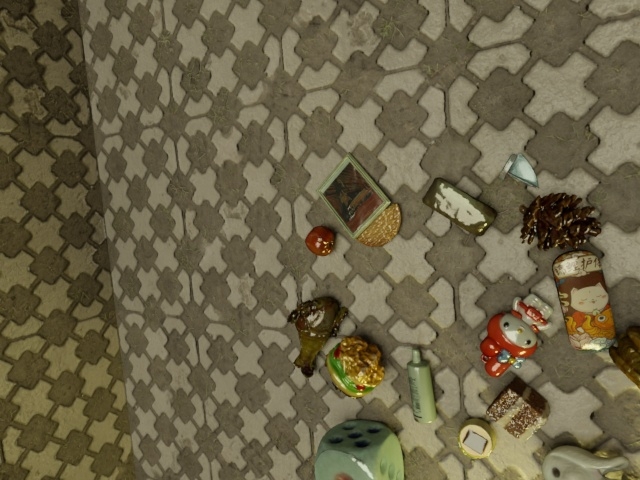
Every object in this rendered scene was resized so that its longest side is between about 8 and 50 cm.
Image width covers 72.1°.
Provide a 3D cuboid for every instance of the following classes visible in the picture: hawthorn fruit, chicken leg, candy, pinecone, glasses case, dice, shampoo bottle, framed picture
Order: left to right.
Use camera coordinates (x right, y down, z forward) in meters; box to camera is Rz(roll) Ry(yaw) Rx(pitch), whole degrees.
[{"bbox_3d":[-0.051,0.382,1.809,0.211,0.140,0.361,34,109,14],"label":"chicken leg"},{"bbox_3d":[0.000,0.000,1.743,0.127,0.128,0.128,5,99,31],"label":"hawthorn fruit"},{"bbox_3d":[0.116,-0.170,1.680,0.216,0.016,0.273,-48,65,25],"label":"framed picture"},{"bbox_3d":[0.153,0.868,1.683,0.264,0.262,0.269,-9,91,32],"label":"dice"},{"bbox_3d":[0.366,0.525,1.608,0.085,0.085,0.263,-7,93,32],"label":"shampoo bottle"},{"bbox_3d":[0.459,-0.113,1.452,0.234,0.102,0.104,38,114,23],"label":"candy"},{"bbox_3d":[0.692,-0.055,1.272,0.212,0.185,0.169,-2,95,20],"label":"pinecone"},{"bbox_3d":[0.762,0.179,1.273,0.122,0.082,0.321,-14,104,24],"label":"glasses case"}]

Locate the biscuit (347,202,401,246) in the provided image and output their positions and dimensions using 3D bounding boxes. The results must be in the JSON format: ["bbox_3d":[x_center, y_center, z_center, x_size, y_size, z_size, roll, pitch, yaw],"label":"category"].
[{"bbox_3d":[0.212,-0.051,1.649,0.224,0.033,0.145,-21,84,34],"label":"biscuit"}]

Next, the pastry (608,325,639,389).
[{"bbox_3d":[0.898,0.357,1.175,0.240,0.235,0.132,34,117,3],"label":"pastry"}]

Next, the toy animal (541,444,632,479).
[{"bbox_3d":[0.829,0.731,1.310,0.289,0.174,0.249,40,127,19],"label":"toy animal"}]

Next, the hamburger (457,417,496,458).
[{"bbox_3d":[0.542,0.692,1.528,0.126,0.081,0.141,7,88,28],"label":"hamburger"}]

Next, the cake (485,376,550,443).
[{"bbox_3d":[0.640,0.547,1.417,0.147,0.134,0.135,43,118,26],"label":"cake"}]

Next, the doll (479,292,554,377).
[{"bbox_3d":[0.610,0.303,1.401,0.161,0.130,0.290,40,101,14],"label":"doll"}]

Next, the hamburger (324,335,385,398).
[{"bbox_3d":[0.146,0.462,1.660,0.237,0.237,0.149,49,120,16],"label":"hamburger"}]

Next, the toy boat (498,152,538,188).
[{"bbox_3d":[0.636,-0.212,1.378,0.122,0.034,0.096,30,112,15],"label":"toy boat"}]
